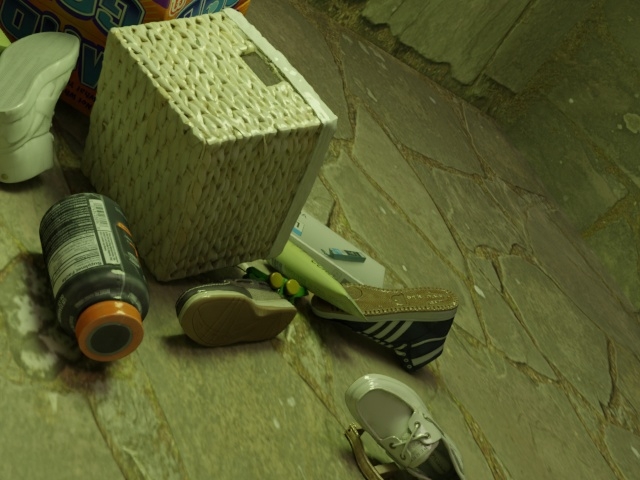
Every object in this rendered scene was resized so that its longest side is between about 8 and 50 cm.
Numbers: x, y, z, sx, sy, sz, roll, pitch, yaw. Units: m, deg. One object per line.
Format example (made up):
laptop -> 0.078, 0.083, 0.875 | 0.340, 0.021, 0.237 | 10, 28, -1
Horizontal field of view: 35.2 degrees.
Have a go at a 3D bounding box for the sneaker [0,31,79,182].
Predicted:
sneaker -> -0.469, -0.213, 1.639 | 0.108, 0.169, 0.293 | 10, 38, 7

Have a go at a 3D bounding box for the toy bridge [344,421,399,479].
toy bridge -> 0.097, 0.365, 1.584 | 0.063, 0.026, 0.188 | 6, 39, -53

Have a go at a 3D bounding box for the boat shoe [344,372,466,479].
boat shoe -> 0.149, 0.313, 1.596 | 0.277, 0.098, 0.096 | 43, 7, -28

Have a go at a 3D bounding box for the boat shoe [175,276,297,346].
boat shoe -> -0.146, 0.105, 1.624 | 0.092, 0.103, 0.285 | 44, 18, 27

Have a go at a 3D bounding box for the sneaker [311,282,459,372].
sneaker -> 0.117, 0.169, 1.933 | 0.282, 0.153, 0.099 | 1, 34, -8

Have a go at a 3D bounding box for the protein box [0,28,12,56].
protein box -> -0.651, -0.343, 1.636 | 0.201, 0.136, 0.199 | 51, 24, 21

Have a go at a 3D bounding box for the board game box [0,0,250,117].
board game box -> -0.361, -0.478, 1.880 | 0.356, 0.356, 0.356 | 33, 44, 7

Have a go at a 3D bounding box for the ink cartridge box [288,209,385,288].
ink cartridge box -> 0.000, 0.000, 2.097 | 0.296, 0.066, 0.261 | 35, 23, -10

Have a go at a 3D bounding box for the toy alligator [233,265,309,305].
toy alligator -> -0.101, 0.083, 1.801 | 0.189, 0.056, 0.051 | 24, 66, -32

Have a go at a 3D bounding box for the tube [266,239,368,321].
tube -> -0.006, 0.072, 1.861 | 0.070, 0.062, 0.240 | -7, 30, -41

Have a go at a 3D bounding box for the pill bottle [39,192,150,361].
pill bottle -> -0.313, 0.054, 1.412 | 0.130, 0.130, 0.246 | 21, 28, -37

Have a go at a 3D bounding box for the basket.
basket -> -0.202, -0.158, 1.689 | 0.266, 0.331, 0.328 | -16, 54, -37
